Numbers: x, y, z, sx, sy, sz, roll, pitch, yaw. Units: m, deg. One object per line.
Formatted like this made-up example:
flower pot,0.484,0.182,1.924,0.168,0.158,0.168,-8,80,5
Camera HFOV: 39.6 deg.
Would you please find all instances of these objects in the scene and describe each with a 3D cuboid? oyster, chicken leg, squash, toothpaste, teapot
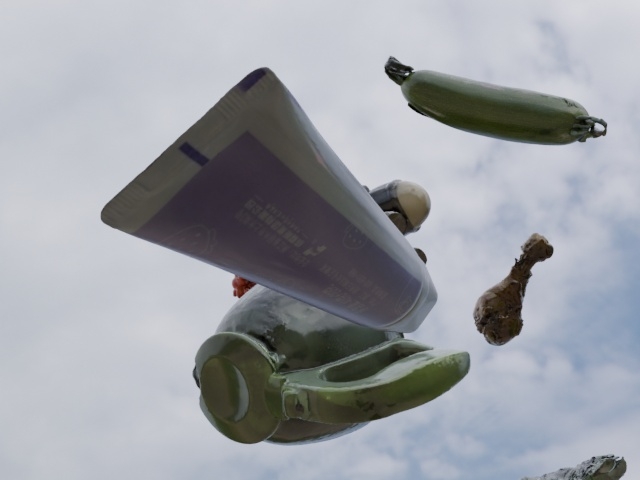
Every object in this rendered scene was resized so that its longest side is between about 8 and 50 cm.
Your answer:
oyster,0.491,0.475,1.691,0.252,0.087,0.199,-27,-44,-14
chicken leg,0.393,0.099,1.811,0.107,0.087,0.252,19,-76,-33
squash,0.226,-0.175,1.169,0.318,0.071,0.080,21,-44,28
toothpaste,0.000,0.000,0.634,0.125,0.080,0.371,-41,-26,8
teapot,-0.011,0.180,1.131,0.239,0.321,0.240,-20,-46,-50

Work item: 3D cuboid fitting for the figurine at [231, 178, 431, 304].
figurine,0.007,0.019,1.480,0.411,0.306,0.241,-22,-54,42
